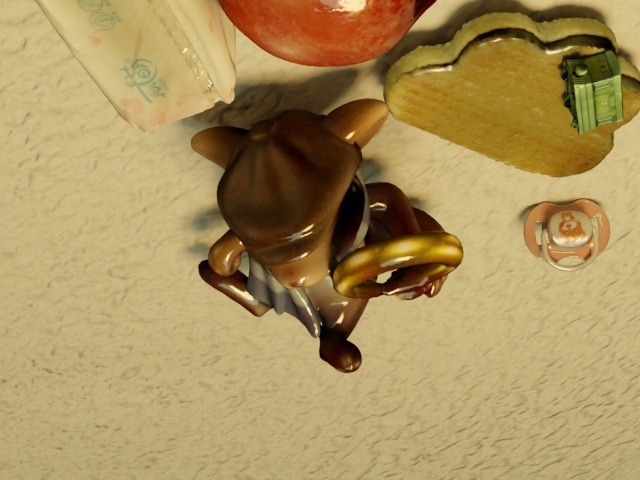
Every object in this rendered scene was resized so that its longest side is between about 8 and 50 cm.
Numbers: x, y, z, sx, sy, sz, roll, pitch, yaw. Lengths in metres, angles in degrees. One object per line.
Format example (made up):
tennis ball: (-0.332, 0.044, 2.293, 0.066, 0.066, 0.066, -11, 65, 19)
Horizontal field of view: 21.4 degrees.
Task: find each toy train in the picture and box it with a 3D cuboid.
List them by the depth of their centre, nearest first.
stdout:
toy train: (0.263, -0.143, 1.638, 0.056, 0.038, 0.093, -16, 147, 2)

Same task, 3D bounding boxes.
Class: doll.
doll: (0.000, 0.004, 1.750, 0.317, 0.209, 0.340, 2, 154, 11)

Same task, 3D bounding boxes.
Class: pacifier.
pacifier: (0.277, -0.004, 1.928, 0.099, 0.082, 0.078, -4, 175, -5)

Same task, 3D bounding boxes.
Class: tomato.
tomato: (0.013, -0.244, 1.380, 0.184, 0.208, 0.208, -3, 150, 21)

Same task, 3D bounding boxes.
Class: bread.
bread: (0.211, -0.154, 1.692, 0.286, 0.056, 0.207, 20, 137, -38)

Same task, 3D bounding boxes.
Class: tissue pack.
tissue pack: (-0.163, -0.244, 1.358, 0.124, 0.201, 0.271, -13, 145, 15)
